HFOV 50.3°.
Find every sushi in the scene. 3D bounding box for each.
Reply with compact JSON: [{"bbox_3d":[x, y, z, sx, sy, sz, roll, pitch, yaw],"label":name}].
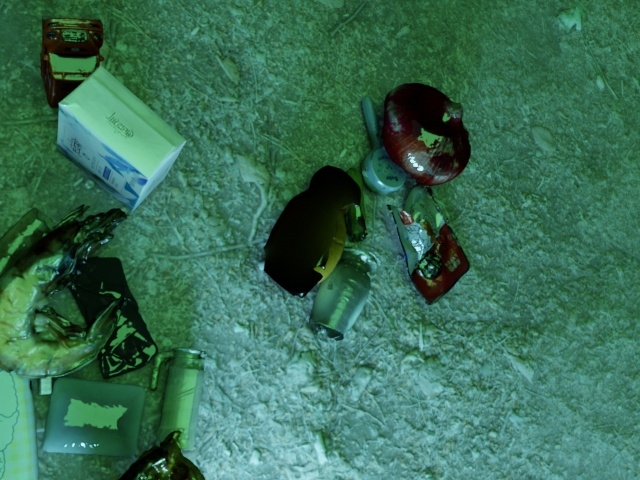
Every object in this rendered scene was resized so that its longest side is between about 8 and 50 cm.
[{"bbox_3d":[-0.298,0.481,1.239,0.204,0.200,0.213,-35,108,0],"label":"sushi"}]

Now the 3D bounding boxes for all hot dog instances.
[{"bbox_3d":[-0.006,-0.001,1.535,0.194,0.107,0.326,33,63,18],"label":"hot dog"}]

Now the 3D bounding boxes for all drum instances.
[{"bbox_3d":[0.158,-0.233,1.701,0.130,0.049,0.253,15,64,-29],"label":"drum"}]

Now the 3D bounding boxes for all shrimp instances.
[{"bbox_3d":[-0.469,0.098,1.296,0.233,0.071,0.365,43,64,-9],"label":"shrimp"}]

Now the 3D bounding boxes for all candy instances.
[{"bbox_3d":[-0.431,0.340,1.306,0.174,0.071,0.138,12,76,-20],"label":"candy"}]

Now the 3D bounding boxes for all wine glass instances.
[{"bbox_3d":[0.051,0.119,1.542,0.111,0.111,0.204,31,67,-14],"label":"wine glass"}]

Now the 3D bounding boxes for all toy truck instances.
[{"bbox_3d":[-0.487,-0.344,1.334,0.107,0.252,0.114,-4,84,-24],"label":"toy truck"}]

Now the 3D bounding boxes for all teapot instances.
[{"bbox_3d":[-0.294,0.315,1.374,0.107,0.077,0.200,7,75,-2],"label":"teapot"}]

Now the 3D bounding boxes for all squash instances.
[{"bbox_3d":[0.082,-0.087,1.638,0.052,0.052,0.184,1,82,-23],"label":"squash"}]

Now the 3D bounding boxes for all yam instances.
[{"bbox_3d":[-0.620,0.072,1.286,0.317,0.067,0.071,-58,138,-22],"label":"yam"}]

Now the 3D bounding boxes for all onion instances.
[{"bbox_3d":[0.280,-0.277,1.663,0.272,0.195,0.272,23,55,-36],"label":"onion"}]

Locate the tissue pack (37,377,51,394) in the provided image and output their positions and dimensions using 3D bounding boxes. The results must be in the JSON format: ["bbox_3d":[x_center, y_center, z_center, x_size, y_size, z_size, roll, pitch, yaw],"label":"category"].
[{"bbox_3d":[-0.525,0.238,1.297,0.023,0.056,0.108,1,79,-29],"label":"tissue pack"}]

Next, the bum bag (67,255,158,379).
[{"bbox_3d":[-0.420,0.147,1.360,0.123,0.060,0.248,-23,86,-22],"label":"bum bag"}]

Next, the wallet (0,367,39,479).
[{"bbox_3d":[-0.616,0.374,1.216,0.223,0.077,0.310,-4,78,-26],"label":"wallet"}]

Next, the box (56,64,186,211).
[{"bbox_3d":[-0.395,-0.185,1.325,0.203,0.274,0.116,42,68,-10],"label":"box"}]

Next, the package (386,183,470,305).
[{"bbox_3d":[0.261,0.003,1.691,0.194,0.071,0.269,-34,106,-24],"label":"package"}]
